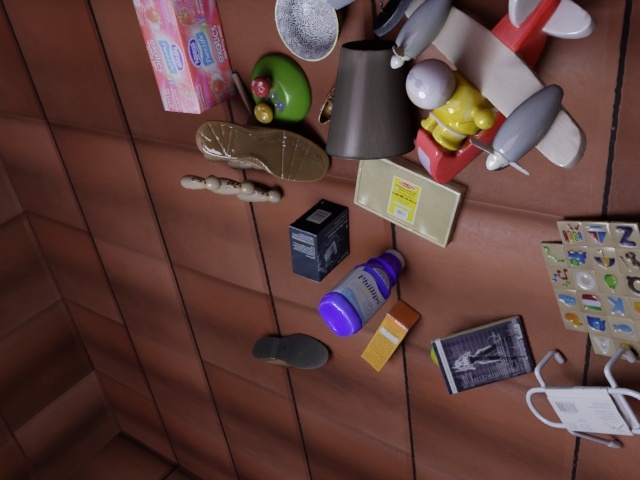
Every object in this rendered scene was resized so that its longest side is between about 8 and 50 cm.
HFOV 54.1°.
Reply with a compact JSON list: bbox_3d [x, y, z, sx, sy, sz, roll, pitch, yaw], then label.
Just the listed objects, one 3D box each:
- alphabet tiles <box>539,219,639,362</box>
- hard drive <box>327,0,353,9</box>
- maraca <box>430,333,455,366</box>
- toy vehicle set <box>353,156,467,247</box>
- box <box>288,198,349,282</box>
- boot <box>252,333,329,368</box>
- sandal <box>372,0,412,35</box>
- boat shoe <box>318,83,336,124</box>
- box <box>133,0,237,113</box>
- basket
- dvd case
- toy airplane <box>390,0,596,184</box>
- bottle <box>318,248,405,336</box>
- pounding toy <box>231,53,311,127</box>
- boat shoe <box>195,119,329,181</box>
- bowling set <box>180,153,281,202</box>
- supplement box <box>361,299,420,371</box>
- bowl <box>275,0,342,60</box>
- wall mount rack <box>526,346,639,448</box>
[{"bbox_3d":[0.607,0.110,1.294,0.285,0.011,0.342,4,123,54],"label":"alphabet tiles"},{"bbox_3d":[0.088,-0.574,1.198,0.255,0.054,0.172,-16,80,48],"label":"hard drive"},{"bbox_3d":[0.380,0.297,1.623,0.186,0.099,0.127,5,130,8],"label":"maraca"},{"bbox_3d":[0.208,-0.108,1.509,0.267,0.035,0.166,29,135,22],"label":"toy vehicle set"},{"bbox_3d":[0.000,0.000,1.684,0.093,0.156,0.158,20,132,29],"label":"box"},{"bbox_3d":[-0.080,0.387,2.120,0.305,0.112,0.115,-2,149,38],"label":"boot"},{"bbox_3d":[0.168,-0.508,1.196,0.054,0.097,0.254,25,131,-15],"label":"sandal"},{"bbox_3d":[0.048,-0.331,1.462,0.064,0.060,0.178,45,139,5],"label":"boat shoe"},{"bbox_3d":[-0.345,-0.495,1.618,0.142,0.154,0.300,13,127,35],"label":"box"},{"bbox_3d":[0.107,-0.307,1.355,0.154,0.204,0.226,-113,18,-61],"label":"basket"},{"bbox_3d":[0.403,0.286,1.555,0.221,0.018,0.164,-18,111,9],"label":"dvd case"},{"bbox_3d":[0.281,-0.297,1.113,0.386,0.272,0.384,3,100,61],"label":"toy airplane"},{"bbox_3d":[0.116,0.120,1.574,0.118,0.283,0.092,55,139,-5],"label":"bottle"},{"bbox_3d":[-0.145,-0.356,1.578,0.237,0.110,0.183,-8,114,44],"label":"pounding toy"},{"bbox_3d":[-0.146,-0.239,1.614,0.342,0.123,0.123,11,105,-10],"label":"boat shoe"},{"bbox_3d":[-0.230,-0.211,1.718,0.154,0.287,0.199,8,93,36],"label":"bowling set"},{"bbox_3d":[0.195,0.273,1.779,0.080,0.078,0.233,36,137,15],"label":"supplement box"},{"bbox_3d":[-0.010,-0.489,1.380,0.170,0.080,0.170,23,132,28],"label":"bowl"},{"bbox_3d":[0.649,0.385,1.400,0.304,0.130,0.350,57,152,-5],"label":"wall mount rack"}]
